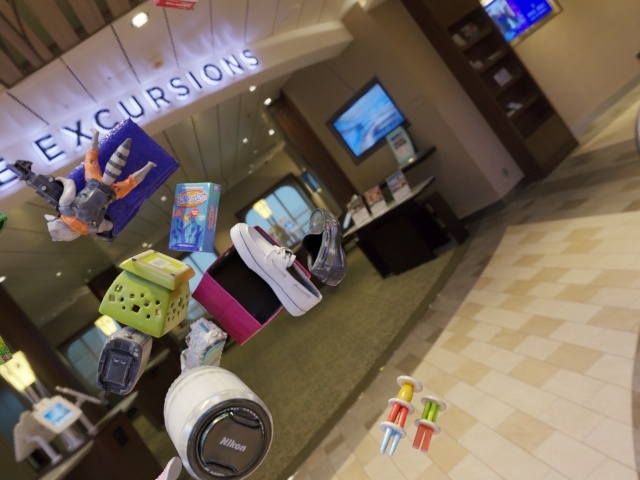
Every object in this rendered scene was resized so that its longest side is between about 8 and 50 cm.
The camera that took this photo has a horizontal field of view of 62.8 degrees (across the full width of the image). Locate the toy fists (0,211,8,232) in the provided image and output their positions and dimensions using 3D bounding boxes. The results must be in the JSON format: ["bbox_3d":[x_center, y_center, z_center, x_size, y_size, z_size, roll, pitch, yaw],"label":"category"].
[{"bbox_3d":[-1.012,-0.029,1.505,0.279,0.142,0.096,-42,11,38],"label":"toy fists"}]

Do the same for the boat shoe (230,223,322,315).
[{"bbox_3d":[-0.081,0.045,1.042,0.076,0.226,0.083,-32,18,21],"label":"boat shoe"}]

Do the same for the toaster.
[{"bbox_3d":[-0.629,0.388,1.694,0.146,0.129,0.227,-81,8,-78],"label":"toaster"}]

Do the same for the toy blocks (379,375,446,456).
[{"bbox_3d":[0.171,0.352,0.990,0.054,0.123,0.148,-31,23,51],"label":"toy blocks"}]

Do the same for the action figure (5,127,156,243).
[{"bbox_3d":[-0.657,-0.152,1.436,0.178,0.341,0.330,1,61,52],"label":"action figure"}]

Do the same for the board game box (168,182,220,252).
[{"bbox_3d":[-0.389,-0.070,1.616,0.160,0.210,0.047,2,-6,36],"label":"board game box"}]

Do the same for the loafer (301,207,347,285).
[{"bbox_3d":[0.000,0.000,1.076,0.076,0.078,0.223,-54,27,28],"label":"loafer"}]

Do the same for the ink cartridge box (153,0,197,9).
[{"bbox_3d":[-0.367,-0.777,1.412,0.114,0.197,0.273,-8,2,-33],"label":"ink cartridge box"}]

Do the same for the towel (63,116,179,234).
[{"bbox_3d":[-0.606,-0.192,1.598,0.308,0.227,0.076,-49,32,-7],"label":"towel"}]

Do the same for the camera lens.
[{"bbox_3d":[-0.256,0.441,1.284,0.219,0.219,0.274,-39,21,-19],"label":"camera lens"}]

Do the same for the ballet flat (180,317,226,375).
[{"bbox_3d":[-0.414,0.395,1.802,0.147,0.147,0.409,-41,-15,-44],"label":"ballet flat"}]

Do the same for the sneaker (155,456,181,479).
[{"bbox_3d":[-0.460,0.699,1.534,0.070,0.051,0.134,-17,31,22],"label":"sneaker"}]

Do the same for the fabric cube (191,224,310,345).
[{"bbox_3d":[-0.238,0.153,1.757,0.254,0.259,0.258,-46,1,-32],"label":"fabric cube"}]

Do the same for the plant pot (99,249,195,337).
[{"bbox_3d":[-0.563,0.163,1.759,0.228,0.227,0.207,-52,-16,-77],"label":"plant pot"}]

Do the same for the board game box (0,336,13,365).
[{"bbox_3d":[-0.980,0.287,1.509,0.092,0.181,0.043,-26,8,4],"label":"board game box"}]
